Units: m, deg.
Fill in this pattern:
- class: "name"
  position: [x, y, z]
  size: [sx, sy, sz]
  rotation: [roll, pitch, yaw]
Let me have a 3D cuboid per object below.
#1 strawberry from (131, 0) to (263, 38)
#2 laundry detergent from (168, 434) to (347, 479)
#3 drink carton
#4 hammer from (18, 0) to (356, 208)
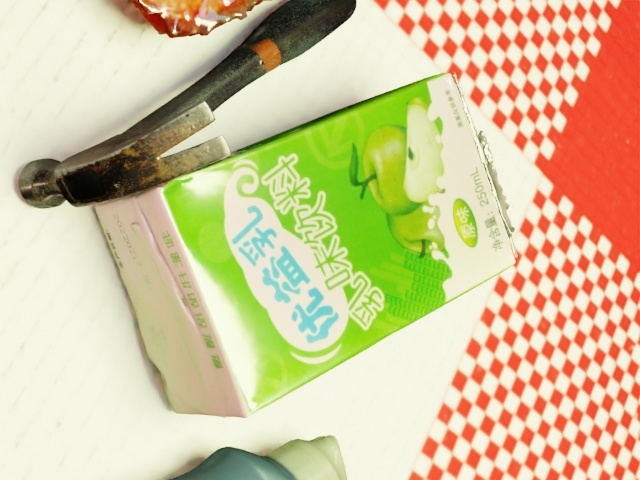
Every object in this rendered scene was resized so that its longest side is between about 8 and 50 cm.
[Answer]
- class: "strawberry"
  position: [-0.048, -0.260, 0.741]
  size: [0.188, 0.106, 0.286]
  rotation: [42, 76, -21]
- class: "laundry detergent"
  position: [-0.089, 0.218, 0.669]
  size: [0.289, 0.094, 0.143]
  rotation: [-25, 97, -34]
- class: "drink carton"
  position: [0.000, 0.000, 0.745]
  size: [0.271, 0.108, 0.161]
  rotation: [-25, 98, -34]
- class: "hammer"
  position: [-0.059, -0.109, 0.714]
  size: [0.290, 0.137, 0.037]
  rotation: [-44, 119, -39]
